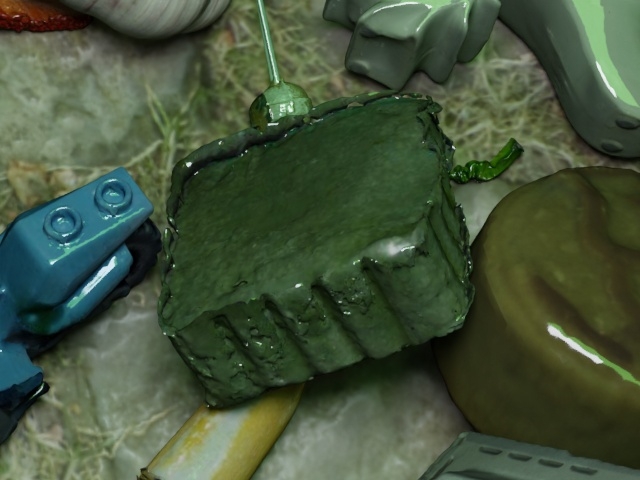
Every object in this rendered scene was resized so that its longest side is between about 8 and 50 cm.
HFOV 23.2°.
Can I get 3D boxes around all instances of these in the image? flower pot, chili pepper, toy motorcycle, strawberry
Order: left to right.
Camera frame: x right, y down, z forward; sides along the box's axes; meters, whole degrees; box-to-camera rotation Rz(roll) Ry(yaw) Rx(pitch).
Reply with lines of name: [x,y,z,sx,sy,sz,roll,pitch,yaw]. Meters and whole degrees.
toy motorcycle: [-0.304,0.070,1.248,0.416,0.232,0.172,-29,68,-20]
strawberry: [-0.293,-0.240,1.507,0.152,0.048,0.104,25,55,-13]
chili pepper: [0.160,-0.072,1.500,0.083,0.022,0.027,-26,103,-19]
flower pot: [0.198,-0.246,1.510,0.368,0.164,0.254,17,69,1]

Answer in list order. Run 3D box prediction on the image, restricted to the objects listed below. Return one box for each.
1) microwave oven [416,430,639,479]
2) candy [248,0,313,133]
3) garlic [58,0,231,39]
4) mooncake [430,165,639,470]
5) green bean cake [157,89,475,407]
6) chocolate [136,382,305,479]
microwave oven: [0.100,0.390,1.069,0.432,0.236,0.374,-43,110,-24]
candy: [-0.052,-0.191,1.475,0.061,0.061,0.202,-13,91,-13]
garlic: [-0.160,-0.328,1.453,0.245,0.253,0.245,29,29,-18]
mooncake: [0.248,0.067,1.302,0.284,0.155,0.284,11,44,-11]
green bean cake: [0.000,0.000,1.299,0.255,0.132,0.241,-20,35,14]
chocolate: [-0.062,0.150,1.333,0.086,0.085,0.219,36,61,10]
